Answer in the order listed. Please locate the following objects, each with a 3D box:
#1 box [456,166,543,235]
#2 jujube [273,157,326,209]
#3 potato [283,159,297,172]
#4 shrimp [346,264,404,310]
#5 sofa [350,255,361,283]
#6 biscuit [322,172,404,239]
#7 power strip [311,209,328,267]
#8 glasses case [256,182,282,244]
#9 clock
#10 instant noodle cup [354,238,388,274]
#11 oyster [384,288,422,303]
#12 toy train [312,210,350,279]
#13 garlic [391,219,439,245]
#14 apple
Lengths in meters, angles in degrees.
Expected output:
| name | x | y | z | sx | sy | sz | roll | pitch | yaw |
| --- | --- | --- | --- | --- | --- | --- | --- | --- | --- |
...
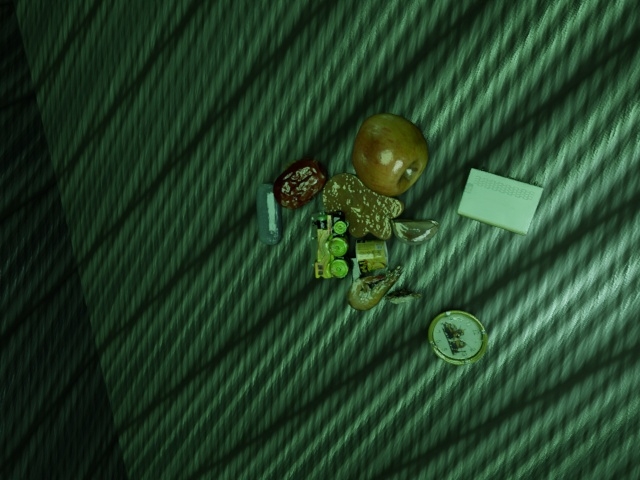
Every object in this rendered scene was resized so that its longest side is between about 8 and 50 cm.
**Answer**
| name | x | y | z | sx | sy | sz | roll | pitch | yaw |
| --- | --- | --- | --- | --- | --- | --- | --- | --- | --- |
| box | 0.676 | -0.153 | 1.807 | 0.270 | 0.045 | 0.211 | 19 | 104 | 19 |
| jujube | -0.091 | -0.242 | 2.042 | 0.250 | 0.174 | 0.174 | -33 | 85 | 26 |
| potato | -0.132 | -0.321 | 2.115 | 0.083 | 0.040 | 0.051 | -42 | 87 | 23 |
| shrimp | 0.224 | 0.186 | 2.014 | 0.152 | 0.063 | 0.287 | 37 | 107 | -17 |
| sofa | 0.156 | 0.128 | 2.055 | 0.039 | 0.060 | 0.118 | -2 | 97 | 15 |
| biscuit | 0.170 | -0.149 | 2.012 | 0.354 | 0.052 | 0.275 | 25 | 108 | 19 |
| power strip | 0.001 | 0.000 | 2.105 | 0.078 | 0.052 | 0.273 | 3 | 100 | 22 |
| glasses case | -0.235 | -0.119 | 2.175 | 0.109 | 0.067 | 0.283 | 0 | 96 | 19 |
| clock | 0.555 | 0.387 | 1.933 | 0.236 | 0.057 | 0.237 | 4 | 102 | 21 |
| instant noodle cup | 0.214 | 0.062 | 1.980 | 0.122 | 0.151 | 0.152 | -5 | 96 | 15 |
| oyster | 0.335 | 0.229 | 1.978 | 0.177 | 0.105 | 0.056 | -29 | 66 | 58 |
| toy train | 0.046 | 0.021 | 2.009 | 0.160 | 0.100 | 0.297 | 1 | 103 | 12 |
| garlic | 0.377 | -0.031 | 1.915 | 0.195 | 0.087 | 0.102 | 3 | 106 | 3 |
| apple | 0.255 | -0.333 | 1.825 | 0.275 | 0.299 | 0.299 | 39 | 110 | 22 |
